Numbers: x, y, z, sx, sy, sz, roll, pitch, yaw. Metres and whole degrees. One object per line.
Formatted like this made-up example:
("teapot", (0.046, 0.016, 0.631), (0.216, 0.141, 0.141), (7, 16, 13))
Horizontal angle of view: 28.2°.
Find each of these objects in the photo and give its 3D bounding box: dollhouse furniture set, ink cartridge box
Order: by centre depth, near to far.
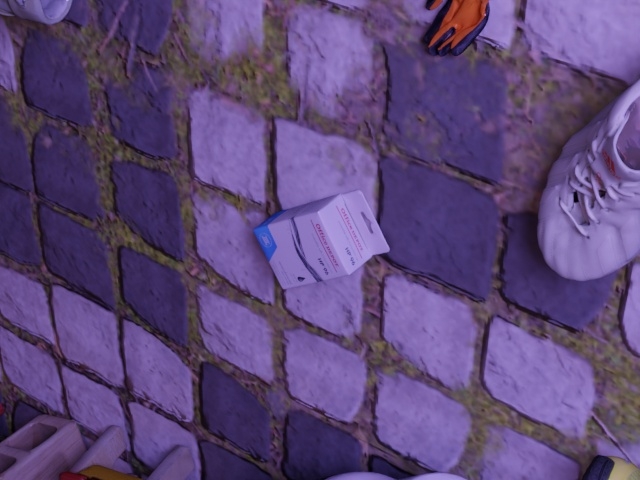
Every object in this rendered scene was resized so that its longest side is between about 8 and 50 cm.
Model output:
("ink cartridge box", (0.000, 0.000, 0.840), (0.083, 0.028, 0.048), (-15, 107, 45))
("dollhouse furniture set", (-0.276, 0.277, 1.179), (0.374, 0.152, 0.201), (7, 122, 38))

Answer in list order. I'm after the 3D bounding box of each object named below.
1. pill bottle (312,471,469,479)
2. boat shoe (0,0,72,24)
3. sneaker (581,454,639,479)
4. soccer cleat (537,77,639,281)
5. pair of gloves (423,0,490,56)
("pill bottle", (-0.001, 0.254, 0.914), (0.283, 0.161, 0.161), (-26, 99, 48))
("boat shoe", (-0.197, -0.269, 0.795), (0.094, 0.109, 0.302), (21, 140, 10))
("sneaker", (0.213, 0.210, 0.762), (0.094, 0.081, 0.208), (-1, 128, 42))
("soccer cleat", (0.156, -0.040, 0.638), (0.068, 0.076, 0.196), (43, 138, 11))
("pair of gloves", (0.061, -0.145, 0.702), (0.083, 0.010, 0.074), (48, 139, 9))
